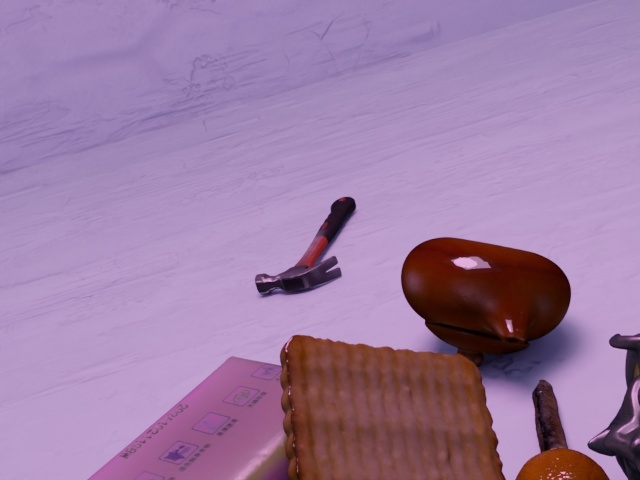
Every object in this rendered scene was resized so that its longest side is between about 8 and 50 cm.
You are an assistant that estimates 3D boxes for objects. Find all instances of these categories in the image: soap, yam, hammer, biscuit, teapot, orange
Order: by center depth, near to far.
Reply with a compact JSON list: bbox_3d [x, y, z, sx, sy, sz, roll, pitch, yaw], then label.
[{"bbox_3d":[0.059,0.188,0.652,0.172,0.029,0.254,10,53,-26],"label":"biscuit"},{"bbox_3d":[-0.057,0.214,0.720,0.138,0.182,0.199,4,29,39],"label":"soap"},{"bbox_3d":[0.187,0.199,0.742,0.085,0.085,0.085,-13,21,5],"label":"orange"},{"bbox_3d":[0.210,0.169,0.875,0.027,0.033,0.129,-38,10,18],"label":"yam"},{"bbox_3d":[0.164,0.069,1.038,0.178,0.135,0.252,16,-4,-12],"label":"teapot"},{"bbox_3d":[0.000,0.001,1.421,0.111,0.033,0.287,-8,22,20],"label":"hammer"}]

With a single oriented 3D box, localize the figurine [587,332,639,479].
[{"bbox_3d":[0.374,0.139,0.633,0.382,0.186,0.261,7,40,32],"label":"figurine"}]
